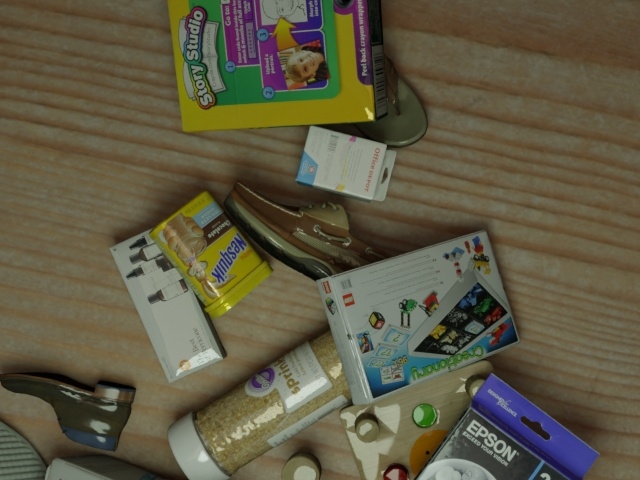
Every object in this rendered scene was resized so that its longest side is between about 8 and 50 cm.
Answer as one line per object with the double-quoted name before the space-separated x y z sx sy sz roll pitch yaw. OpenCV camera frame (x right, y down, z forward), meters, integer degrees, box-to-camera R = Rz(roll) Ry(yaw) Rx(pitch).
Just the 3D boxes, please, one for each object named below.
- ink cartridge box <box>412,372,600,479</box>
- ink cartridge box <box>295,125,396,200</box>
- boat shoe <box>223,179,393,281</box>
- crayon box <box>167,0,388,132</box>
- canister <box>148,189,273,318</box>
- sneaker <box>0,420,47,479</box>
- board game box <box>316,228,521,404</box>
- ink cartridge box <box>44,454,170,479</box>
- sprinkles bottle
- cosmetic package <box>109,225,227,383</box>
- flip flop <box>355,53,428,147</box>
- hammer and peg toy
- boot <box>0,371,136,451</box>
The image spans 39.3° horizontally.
"ink cartridge box" 0.273 0.338 1.312 0.206 0.045 0.208 36 89 1
"ink cartridge box" 0.042 -0.118 1.433 0.143 0.090 0.092 16 89 1
"boat shoe" 0.000 0.000 1.425 0.324 0.122 0.120 35 81 -7
"crayon box" -0.071 -0.355 1.361 0.313 0.106 0.362 -1 104 16
"canister" -0.173 0.020 1.415 0.126 0.073 0.170 -41 96 -31
"sneaker" -0.571 0.360 1.436 0.150 0.135 0.366 -39 94 31
"board game box" 0.156 0.111 1.370 0.305 0.053 0.193 -15 87 -31
"ink cartridge box" -0.279 0.471 1.344 0.306 0.131 0.226 12 87 31
"sprinkles bottle" -0.062 0.251 1.411 0.355 0.121 0.121 -32 88 0
"cosmetic package" -0.245 0.101 1.449 0.099 0.060 0.239 -25 88 1
"flip flop" 0.075 -0.272 1.442 0.112 0.080 0.277 -27 88 0
"hammer and peg toy" 0.137 0.365 1.400 0.361 0.127 0.265 -20 90 1
"boot" -0.414 0.271 1.438 0.219 0.082 0.106 9 86 0
